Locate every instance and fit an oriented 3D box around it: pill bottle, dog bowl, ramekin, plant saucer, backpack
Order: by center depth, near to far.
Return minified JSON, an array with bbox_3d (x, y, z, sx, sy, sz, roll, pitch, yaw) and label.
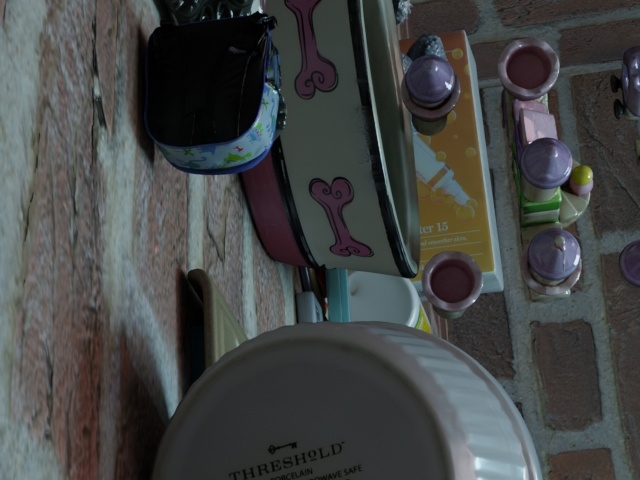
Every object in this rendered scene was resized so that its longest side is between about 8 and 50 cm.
[{"bbox_3d":[0.007,0.179,1.112,0.127,0.273,0.273,34,48,-64],"label":"ramekin"},{"bbox_3d":[-0.081,-0.106,1.276,0.084,0.105,0.114,66,23,-59],"label":"backpack"},{"bbox_3d":[0.003,-0.152,1.747,0.408,0.150,0.408,-8,90,-81],"label":"dog bowl"},{"bbox_3d":[0.021,0.065,1.927,0.067,0.018,0.192,47,38,-72],"label":"plant saucer"},{"bbox_3d":[0.083,0.115,2.162,0.208,0.117,0.117,61,23,-69],"label":"pill bottle"}]

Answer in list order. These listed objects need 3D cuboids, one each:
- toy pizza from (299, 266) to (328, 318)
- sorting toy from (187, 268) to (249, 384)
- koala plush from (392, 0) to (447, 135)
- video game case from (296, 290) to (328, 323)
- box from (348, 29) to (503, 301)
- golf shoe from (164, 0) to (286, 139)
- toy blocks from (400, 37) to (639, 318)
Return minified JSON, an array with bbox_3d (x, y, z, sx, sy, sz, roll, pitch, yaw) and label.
[{"bbox_3d":[0.000,0.000,1.990,0.201,0.032,0.201,-8,90,-82],"label":"toy pizza"},{"bbox_3d":[-0.062,0.183,1.389,0.307,0.041,0.229,67,13,-62],"label":"sorting toy"},{"bbox_3d":[0.044,-0.238,2.003,0.203,0.196,0.221,-72,159,-49],"label":"koala plush"},{"bbox_3d":[0.007,0.189,1.894,0.193,0.023,0.212,63,20,-65],"label":"video game case"},{"bbox_3d":[0.127,-0.095,2.318,0.168,0.215,0.345,48,35,-75],"label":"box"},{"bbox_3d":[-0.093,-0.211,1.395,0.120,0.105,0.273,-127,-148,-74],"label":"golf shoe"},{"bbox_3d":[0.249,-0.081,1.761,0.260,0.309,0.288,76,7,-76],"label":"toy blocks"}]
